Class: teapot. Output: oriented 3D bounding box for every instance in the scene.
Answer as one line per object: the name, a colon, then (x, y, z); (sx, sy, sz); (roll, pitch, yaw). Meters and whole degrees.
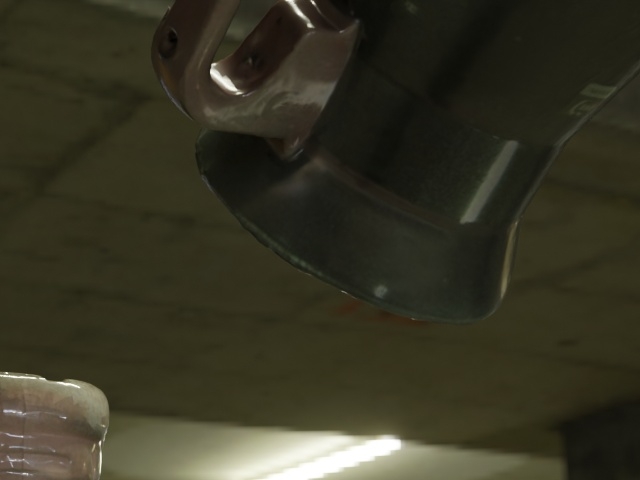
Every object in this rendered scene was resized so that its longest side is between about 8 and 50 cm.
teapot: (0.078, -0.149, 0.874); (0.300, 0.253, 0.344); (6, -58, -41)

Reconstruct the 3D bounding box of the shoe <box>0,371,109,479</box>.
shoe: (-0.233, 0.226, 1.039); (0.172, 0.198, 0.351); (4, -31, -19)
